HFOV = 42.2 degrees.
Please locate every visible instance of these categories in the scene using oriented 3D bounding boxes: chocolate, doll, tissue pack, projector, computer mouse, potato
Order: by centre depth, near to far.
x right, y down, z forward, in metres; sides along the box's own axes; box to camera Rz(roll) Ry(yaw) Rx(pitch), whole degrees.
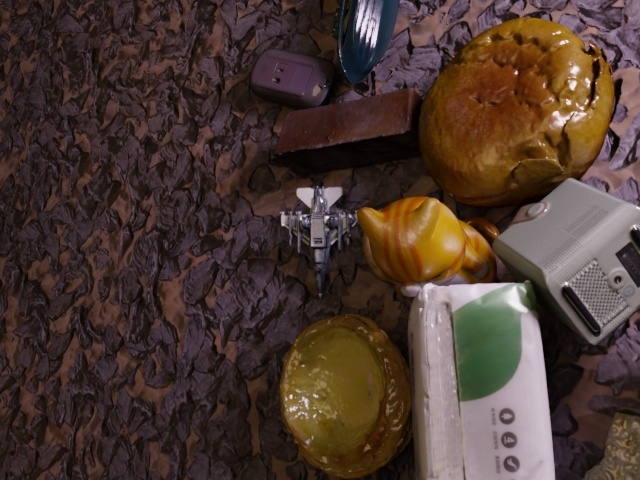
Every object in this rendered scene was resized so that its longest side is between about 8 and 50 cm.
[{"bbox_3d":[0.388,0.021,1.250,0.177,0.163,0.242,-40,17,1],"label":"projector"},{"bbox_3d":[0.235,0.255,1.258,0.194,0.266,0.356,-2,74,3],"label":"tissue pack"},{"bbox_3d":[0.187,0.021,1.372,0.167,0.270,0.162,-17,71,26],"label":"doll"},{"bbox_3d":[0.131,0.008,1.519,0.112,0.112,0.146,-18,72,29],"label":"potato"},{"bbox_3d":[0.060,-0.213,1.633,0.321,0.112,0.111,-7,64,33],"label":"chocolate"},{"bbox_3d":[-0.060,-0.348,1.782,0.232,0.057,0.120,20,88,39],"label":"computer mouse"}]

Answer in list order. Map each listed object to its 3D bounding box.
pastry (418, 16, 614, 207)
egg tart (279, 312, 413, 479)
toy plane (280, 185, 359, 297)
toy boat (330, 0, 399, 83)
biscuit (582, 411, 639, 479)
[{"bbox_3d":[0.323,-0.215,1.416,0.356,0.164,0.355,-10,72,35],"label":"pastry"},{"bbox_3d":[0.059,0.275,1.479,0.294,0.123,0.293,-11,72,36],"label":"egg tart"},{"bbox_3d":[-0.002,-0.009,1.631,0.160,0.082,0.234,-1,74,7],"label":"toy plane"},{"bbox_3d":[0.089,-0.457,1.678,0.122,0.114,0.296,2,77,56],"label":"toy boat"},{"bbox_3d":[0.459,0.386,1.218,0.188,0.040,0.265,-12,69,31],"label":"biscuit"}]
